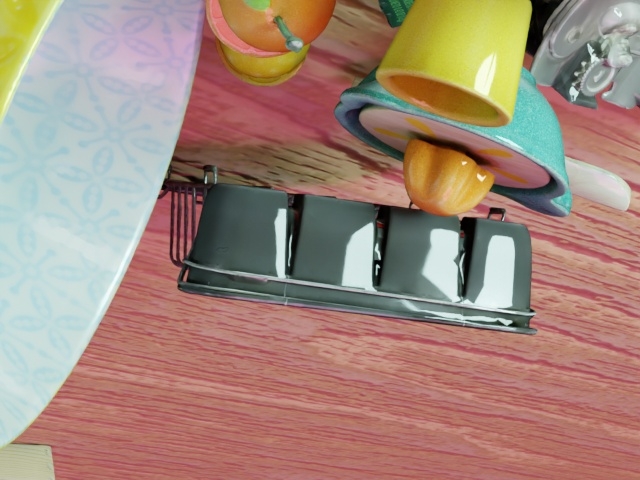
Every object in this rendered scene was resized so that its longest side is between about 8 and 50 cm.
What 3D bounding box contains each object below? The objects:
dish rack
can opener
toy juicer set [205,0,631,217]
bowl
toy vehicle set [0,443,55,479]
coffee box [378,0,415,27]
[{"bbox_3d":[0.000,0.000,1.156,0.208,0.074,0.271,9,-179,-16],"label":"dish rack"},{"bbox_3d":[0.204,-0.120,1.134,0.283,0.095,0.076,5,124,-51],"label":"can opener"},{"bbox_3d":[0.041,-0.066,1.042,0.209,0.089,0.329,16,171,22],"label":"toy juicer set"},{"bbox_3d":[-0.182,-0.054,0.910,0.156,0.289,0.289,20,159,9],"label":"bowl"},{"bbox_3d":[-0.385,0.249,1.755,0.166,0.035,0.267,7,151,-36],"label":"toy vehicle set"},{"bbox_3d":[0.108,-0.174,0.977,0.184,0.040,0.113,-15,157,9],"label":"coffee box"}]
